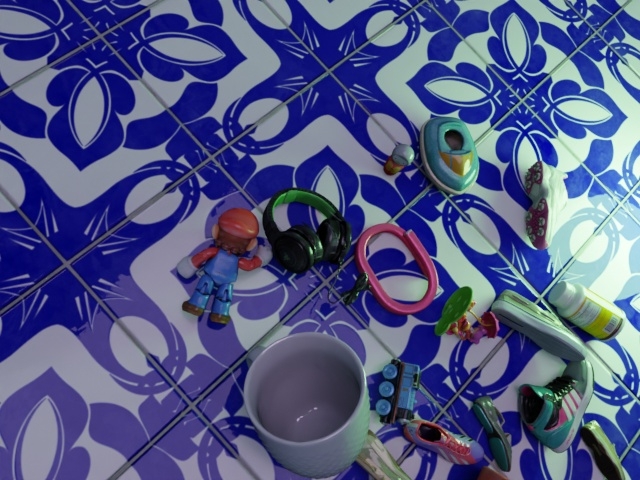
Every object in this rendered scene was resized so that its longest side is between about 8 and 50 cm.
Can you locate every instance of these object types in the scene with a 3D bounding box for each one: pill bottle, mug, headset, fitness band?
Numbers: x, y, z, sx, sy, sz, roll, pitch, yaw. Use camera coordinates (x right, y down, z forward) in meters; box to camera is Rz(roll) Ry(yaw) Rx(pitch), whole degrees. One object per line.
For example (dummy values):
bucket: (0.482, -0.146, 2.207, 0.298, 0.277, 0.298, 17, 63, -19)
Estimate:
pill bottle: (0.826, 0.215, 1.797, 0.215, 0.117, 0.117, 32, 69, -3)
mug: (-0.049, 0.400, 1.417, 0.374, 0.328, 0.276, 34, 62, 32)
headset: (0.000, 0.000, 1.594, 0.243, 0.185, 0.394, -12, 62, -35)
fitness band: (0.226, 0.082, 1.720, 0.209, 0.054, 0.290, -28, 81, -20)

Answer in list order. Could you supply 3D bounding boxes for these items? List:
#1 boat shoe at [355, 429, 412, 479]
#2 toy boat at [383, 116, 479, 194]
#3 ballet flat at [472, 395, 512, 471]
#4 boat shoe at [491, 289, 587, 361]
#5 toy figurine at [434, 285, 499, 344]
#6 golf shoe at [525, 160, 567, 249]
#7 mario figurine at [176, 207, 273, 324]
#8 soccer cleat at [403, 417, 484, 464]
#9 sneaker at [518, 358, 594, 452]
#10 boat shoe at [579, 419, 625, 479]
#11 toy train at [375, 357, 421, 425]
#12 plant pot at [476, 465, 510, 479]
boat shoe: (0.184, 0.645, 1.516, 0.098, 0.109, 0.302, -36, 79, -16)
toy boat: (0.356, -0.265, 1.805, 0.318, 0.148, 0.267, -11, 77, -17)
ballet flat: (0.507, 0.546, 1.643, 0.068, 0.072, 0.213, -19, 79, -23)
boat shoe: (0.666, 0.250, 1.734, 0.302, 0.109, 0.094, 32, 63, 10)
toy figurine: (0.449, 0.249, 1.707, 0.159, 0.130, 0.173, 35, 90, -12)
golf shoe: (0.751, -0.112, 1.881, 0.140, 0.115, 0.306, 12, 72, -14)
mario figurine: (-0.261, 0.063, 1.587, 0.198, 0.170, 0.320, 33, 73, -48)
soccer cleat: (0.347, 0.556, 1.586, 0.248, 0.095, 0.083, 24, 69, -6)
sneaker: (0.678, 0.447, 1.694, 0.178, 0.124, 0.295, 33, 70, -13)
boat shoe: (0.853, 0.627, 1.712, 0.072, 0.068, 0.190, -20, 79, -31)
toy train: (0.216, 0.420, 1.588, 0.105, 0.080, 0.184, 8, 70, 16)
plant pot: (0.478, 0.766, 1.481, 0.275, 0.275, 0.243, 38, 78, -1)
